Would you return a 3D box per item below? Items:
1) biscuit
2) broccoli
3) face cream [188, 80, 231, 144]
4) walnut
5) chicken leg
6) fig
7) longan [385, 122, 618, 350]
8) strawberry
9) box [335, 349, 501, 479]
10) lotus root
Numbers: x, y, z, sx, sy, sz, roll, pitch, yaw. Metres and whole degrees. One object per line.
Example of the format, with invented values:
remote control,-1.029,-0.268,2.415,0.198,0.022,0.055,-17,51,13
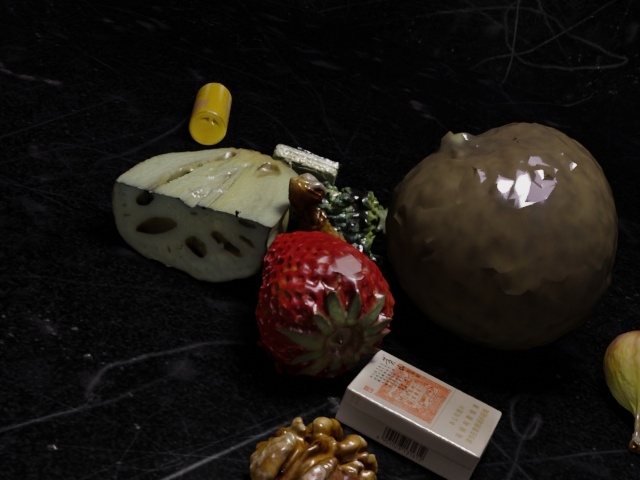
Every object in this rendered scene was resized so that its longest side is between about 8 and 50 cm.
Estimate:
biscuit,-0.037,-0.095,1.828,0.121,0.199,0.040,21,62,3
broccoli,0.083,-0.015,1.826,0.145,0.165,0.304,0,-2,31
face cream,-0.232,-0.288,2.192,0.078,0.078,0.273,16,25,-9
walnut,-0.002,0.270,1.248,0.143,0.069,0.170,30,24,24
chicken leg,-0.002,-0.001,1.620,0.107,0.251,0.087,-21,36,-9
fig,0.521,0.226,1.638,0.160,0.143,0.231,-1,17,38
longan,0.302,-0.013,1.679,0.391,0.391,0.391,16,25,-8
strawberry,-0.008,0.074,1.479,0.205,0.205,0.244,6,30,-26
box,0.138,0.244,1.413,0.201,0.058,0.141,26,26,15
lotus root,-0.173,-0.054,1.686,0.267,0.149,0.260,17,27,10
